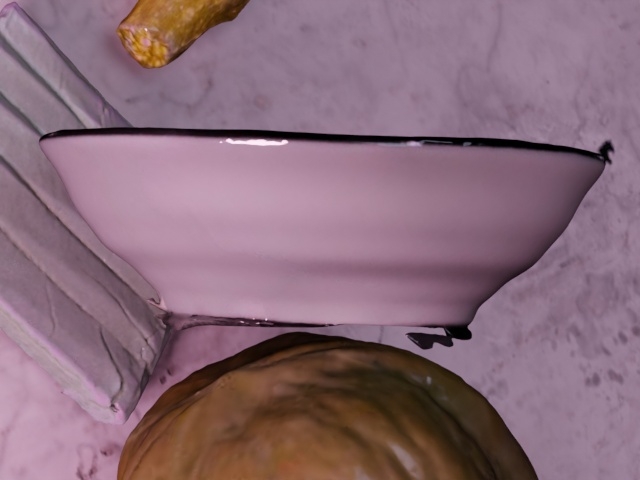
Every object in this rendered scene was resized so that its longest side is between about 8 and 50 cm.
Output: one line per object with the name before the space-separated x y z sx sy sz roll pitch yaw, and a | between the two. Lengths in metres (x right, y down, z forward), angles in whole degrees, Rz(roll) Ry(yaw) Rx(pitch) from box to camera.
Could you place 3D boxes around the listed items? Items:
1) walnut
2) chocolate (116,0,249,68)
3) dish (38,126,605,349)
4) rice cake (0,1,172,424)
walnut | 0.005 0.189 0.907 0.283 0.227 0.283 -4 104 -15
chocolate | -0.069 -0.197 1.102 0.085 0.085 0.219 47 54 -16
dish | 0.000 0.000 0.897 0.316 0.316 0.106 3 90 -39
rice cake | -0.157 -0.019 0.977 0.198 0.037 0.189 40 52 -22
